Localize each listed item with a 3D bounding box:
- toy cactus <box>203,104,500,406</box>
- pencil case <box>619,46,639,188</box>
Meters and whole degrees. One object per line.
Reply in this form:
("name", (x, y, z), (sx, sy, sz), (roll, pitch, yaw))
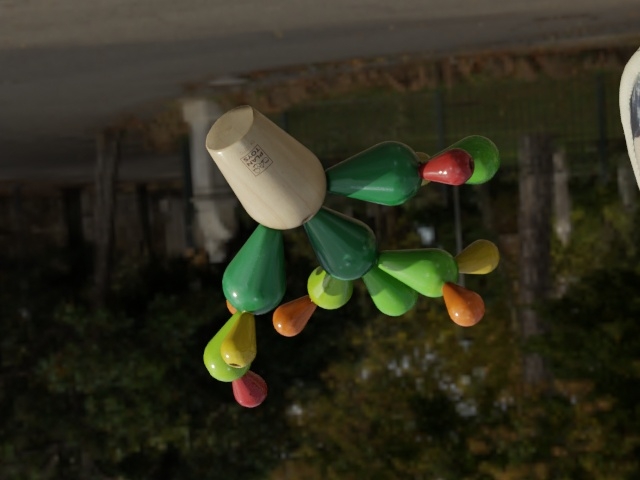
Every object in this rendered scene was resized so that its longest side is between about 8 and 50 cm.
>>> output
("toy cactus", (0.000, 0.000, 0.714), (0.219, 0.180, 0.112), (-33, -142, 15))
("pencil case", (0.339, -0.068, 0.539), (0.410, 0.184, 0.160), (-17, -133, -1))
